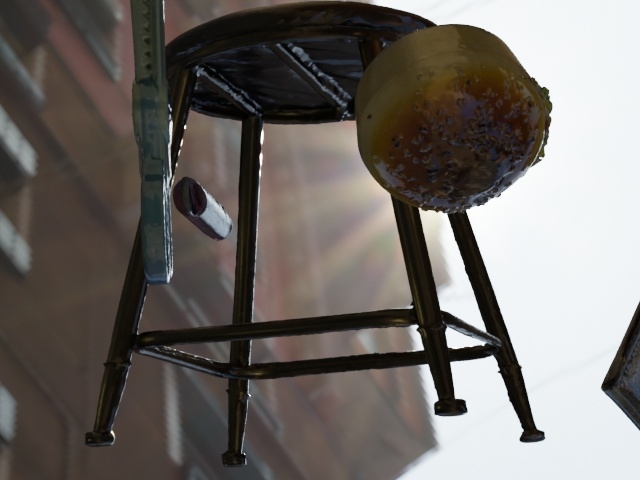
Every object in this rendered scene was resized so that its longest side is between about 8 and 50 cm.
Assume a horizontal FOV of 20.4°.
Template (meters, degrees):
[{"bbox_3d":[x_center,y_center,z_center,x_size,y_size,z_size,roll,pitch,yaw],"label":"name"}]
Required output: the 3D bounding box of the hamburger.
[{"bbox_3d":[0.090,-0.075,1.173,0.126,0.141,0.081,-33,-131,16],"label":"hamburger"}]

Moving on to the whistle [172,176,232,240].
[{"bbox_3d":[-0.111,-0.028,1.685,0.033,0.033,0.176,-33,169,0],"label":"whistle"}]

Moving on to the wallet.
[{"bbox_3d":[0.389,0.126,1.907,0.036,0.167,0.222,-14,-143,49],"label":"wallet"}]

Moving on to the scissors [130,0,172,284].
[{"bbox_3d":[-0.130,-0.095,1.373,0.030,0.256,0.125,-2,-177,-2],"label":"scissors"}]

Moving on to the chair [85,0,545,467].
[{"bbox_3d":[0.000,0.000,1.773,0.362,0.365,0.410,-7,-103,18],"label":"chair"}]
